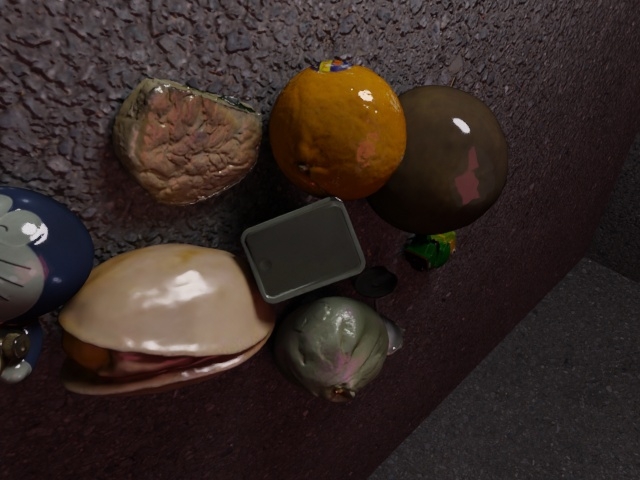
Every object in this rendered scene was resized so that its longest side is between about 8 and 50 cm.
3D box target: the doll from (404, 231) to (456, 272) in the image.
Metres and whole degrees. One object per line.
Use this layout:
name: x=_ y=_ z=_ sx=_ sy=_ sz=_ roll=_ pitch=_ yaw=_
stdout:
doll: x=0.325 y=0.019 z=1.202 sx=0.186 sy=0.106 sz=0.134 roll=-5 pitch=111 yaw=-43

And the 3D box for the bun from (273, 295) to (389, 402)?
bun: x=0.033 y=0.281 z=0.992 sx=0.293 sy=0.187 sz=0.293 roll=-7 pitch=126 yaw=-10

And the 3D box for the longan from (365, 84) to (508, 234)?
longan: x=0.213 y=-0.150 z=0.809 sx=0.297 sy=0.297 sz=0.297 roll=-26 pitch=135 yaw=-29

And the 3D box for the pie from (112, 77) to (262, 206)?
pie: x=-0.187 y=-0.132 z=0.608 sx=0.218 sy=0.052 sz=0.185 roll=4 pitch=115 yaw=-49

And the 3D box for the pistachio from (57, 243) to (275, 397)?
pistachio: x=-0.220 y=0.121 z=0.635 sx=0.309 sy=0.230 sz=0.229 roll=-8 pitch=124 yaw=-40

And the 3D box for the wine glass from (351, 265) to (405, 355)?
wine glass: x=0.153 y=0.193 z=1.145 sx=0.156 sy=0.156 sz=0.232 roll=-30 pitch=132 yaw=-26

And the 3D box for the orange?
orange: x=0.026 y=-0.166 z=0.660 sx=0.219 sy=0.193 sz=0.219 roll=4 pitch=134 yaw=4

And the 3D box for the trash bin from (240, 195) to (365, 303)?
trash bin: x=-0.025 y=0.023 z=0.730 sx=0.164 sy=0.122 sz=0.240 roll=-21 pitch=176 yaw=-1

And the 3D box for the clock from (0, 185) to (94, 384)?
clock: x=-0.380 y=0.049 z=0.480 sx=0.200 sy=0.146 sz=0.243 roll=38 pitch=95 yaw=-9
